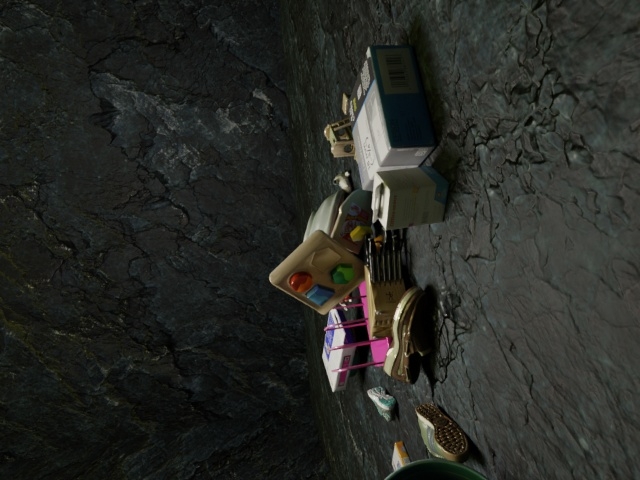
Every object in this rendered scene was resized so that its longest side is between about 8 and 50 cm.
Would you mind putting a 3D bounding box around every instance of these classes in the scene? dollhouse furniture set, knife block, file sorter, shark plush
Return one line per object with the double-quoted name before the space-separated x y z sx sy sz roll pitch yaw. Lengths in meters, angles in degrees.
"dollhouse furniture set" 0.082 -0.338 1.286 0.161 0.101 0.182 93 166 -45
"knife block" 0.168 0.109 1.135 0.276 0.088 0.242 85 180 -55
"file sorter" 0.105 0.268 1.346 0.202 0.182 0.291 112 149 -71
"shark plush" 0.078 -0.210 1.549 0.067 0.073 0.161 54 172 -15

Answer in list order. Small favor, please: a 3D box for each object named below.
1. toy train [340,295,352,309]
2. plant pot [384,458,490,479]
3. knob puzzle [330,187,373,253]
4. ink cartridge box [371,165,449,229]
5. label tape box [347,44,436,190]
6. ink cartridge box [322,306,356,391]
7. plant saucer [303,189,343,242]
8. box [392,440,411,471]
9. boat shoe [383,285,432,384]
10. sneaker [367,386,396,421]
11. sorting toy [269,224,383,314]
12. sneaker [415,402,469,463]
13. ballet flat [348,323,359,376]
"toy train" 0.077 0.242 1.766 0.125 0.046 0.166 50 159 25
"plant pot" 0.221 0.574 0.749 0.255 0.271 0.272 74 180 -47
"knob puzzle" 0.099 -0.071 1.233 0.030 0.213 0.213 21 125 35
"ink cartridge box" 0.170 -0.088 0.847 0.090 0.143 0.092 -111 18 -53
"label tape box" 0.142 -0.253 1.003 0.334 0.105 0.241 119 144 -73
"ink cartridge box" 0.071 0.407 1.617 0.176 0.069 0.371 -112 20 -48
"plant saucer" 0.000 0.000 1.556 0.400 0.100 0.401 13 -90 -85
"box" 0.249 0.693 1.280 0.081 0.028 0.136 -111 15 -54
"boat shoe" 0.225 0.231 0.988 0.095 0.095 0.258 29 126 36
"sneaker" 0.199 0.532 1.355 0.166 0.064 0.076 -172 72 -81
"sorting toy" 0.038 0.070 1.173 0.229 0.307 0.041 38 -163 -31
"sneaker" 0.270 0.440 0.909 0.192 0.064 0.086 -147 43 -77
"ballet flat" 0.126 0.446 1.725 0.073 0.080 0.233 -32 -59 -70
